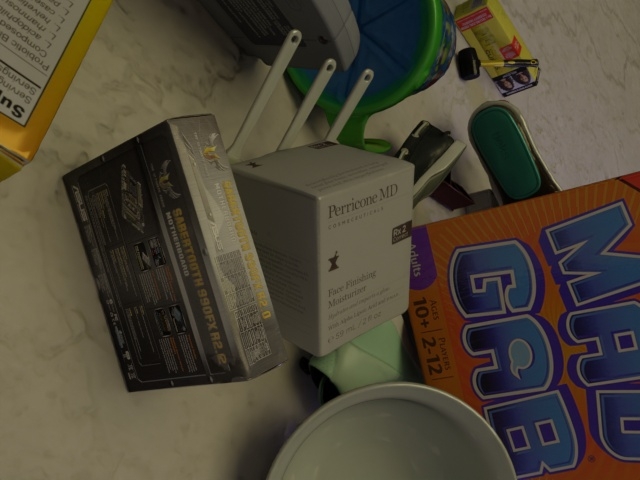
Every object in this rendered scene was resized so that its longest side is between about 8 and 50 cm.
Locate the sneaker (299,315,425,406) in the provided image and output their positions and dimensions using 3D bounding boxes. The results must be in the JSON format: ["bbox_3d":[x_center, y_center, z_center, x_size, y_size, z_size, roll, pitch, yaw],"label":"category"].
[{"bbox_3d":[0.064,0.190,0.905,0.151,0.094,0.256,-47,133,-17],"label":"sneaker"}]

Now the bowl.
[{"bbox_3d":[0.067,0.304,0.775,0.297,0.134,0.298,1,86,-13],"label":"bowl"}]

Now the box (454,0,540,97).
[{"bbox_3d":[0.384,-0.420,1.448,0.232,0.087,0.058,46,48,-32],"label":"box"}]

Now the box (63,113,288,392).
[{"bbox_3d":[-0.142,0.020,0.627,0.056,0.183,0.231,-19,92,-50],"label":"box"}]

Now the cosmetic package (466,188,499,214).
[{"bbox_3d":[0.378,-0.034,1.340,0.239,0.060,0.099,7,74,-48],"label":"cosmetic package"}]

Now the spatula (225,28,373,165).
[{"bbox_3d":[-0.041,-0.116,0.795,0.168,0.019,0.242,16,111,-42],"label":"spatula"}]

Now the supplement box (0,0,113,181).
[{"bbox_3d":[-0.287,-0.222,0.525,0.194,0.195,0.357,37,52,-36],"label":"supplement box"}]

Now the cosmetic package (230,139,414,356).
[{"bbox_3d":[0.000,0.000,0.759,0.151,0.151,0.184,-22,122,-39],"label":"cosmetic package"}]

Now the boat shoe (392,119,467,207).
[{"bbox_3d":[0.108,-0.077,1.020,0.091,0.114,0.302,38,52,12],"label":"boat shoe"}]

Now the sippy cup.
[{"bbox_3d":[0.093,-0.301,0.983,0.240,0.305,0.224,48,27,11],"label":"sippy cup"}]

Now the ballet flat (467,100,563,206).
[{"bbox_3d":[0.386,-0.070,1.230,0.139,0.139,0.401,-27,96,-49],"label":"ballet flat"}]

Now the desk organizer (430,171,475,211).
[{"bbox_3d":[0.220,-0.100,1.185,0.130,0.050,0.047,26,60,-42],"label":"desk organizer"}]

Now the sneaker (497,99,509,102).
[{"bbox_3d":[0.385,-0.212,1.419,0.075,0.057,0.162,-27,101,-33],"label":"sneaker"}]

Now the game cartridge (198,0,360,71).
[{"bbox_3d":[-0.080,-0.303,0.752,0.060,0.196,0.294,-60,140,-11],"label":"game cartridge"}]

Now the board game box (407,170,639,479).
[{"bbox_3d":[0.343,0.116,0.950,0.356,0.356,0.357,-4,80,-70],"label":"board game box"}]

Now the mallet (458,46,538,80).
[{"bbox_3d":[0.373,-0.359,1.395,0.189,0.039,0.063,1,82,-19],"label":"mallet"}]
